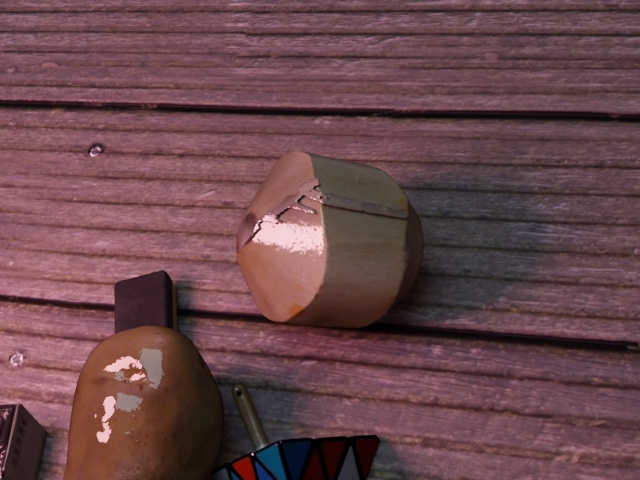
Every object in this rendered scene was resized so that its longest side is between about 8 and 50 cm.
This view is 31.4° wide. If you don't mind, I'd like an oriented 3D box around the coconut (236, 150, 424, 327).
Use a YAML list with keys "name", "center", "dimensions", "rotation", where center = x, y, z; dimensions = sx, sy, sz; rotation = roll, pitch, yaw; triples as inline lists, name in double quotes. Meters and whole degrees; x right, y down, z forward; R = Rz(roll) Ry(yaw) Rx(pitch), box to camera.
- name: "coconut"
  center: [0.000, 0.000, 1.905]
  dimensions: [0.323, 0.323, 0.323]
  rotation: [-8, 53, 11]

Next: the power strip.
- name: "power strip"
  center: [-0.310, 0.179, 2.027]
  dimensions: [0.105, 0.070, 0.257]
  rotation: [-14, 50, 9]

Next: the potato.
- name: "potato"
  center: [-0.278, 0.303, 1.818]
  dimensions: [0.243, 0.221, 0.326]
  rotation: [6, 76, -12]

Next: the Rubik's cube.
- name: "Rubik's cube"
  center: [0.004, 0.335, 1.762]
  dimensions: [0.234, 0.250, 0.284]
  rotation: [-25, 48, -31]

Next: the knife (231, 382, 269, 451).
- name: "knife"
  center: [-0.096, 0.361, 1.863]
  dimensions: [0.047, 0.017, 0.298]
  rotation: [-25, 56, -3]

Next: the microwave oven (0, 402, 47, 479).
- name: "microwave oven"
  center: [-0.595, 0.364, 1.937]
  dimensions: [0.208, 0.122, 0.162]
  rotation: [-5, 54, 12]
